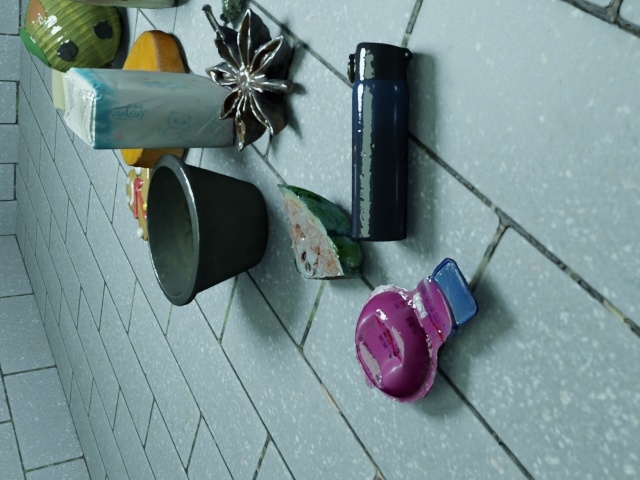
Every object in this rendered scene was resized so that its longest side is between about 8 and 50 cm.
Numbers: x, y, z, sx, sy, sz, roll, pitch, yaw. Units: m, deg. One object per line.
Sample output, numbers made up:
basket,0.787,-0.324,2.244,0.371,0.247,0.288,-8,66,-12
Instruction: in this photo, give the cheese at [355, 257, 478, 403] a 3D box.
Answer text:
cheese,0.111,0.112,0.819,0.244,0.062,0.155,-53,53,45

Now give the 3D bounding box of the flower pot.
flower pot,-0.198,-0.025,1.184,0.269,0.166,0.268,21,115,56

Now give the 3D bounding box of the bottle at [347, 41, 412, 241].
bottle,0.072,-0.122,0.830,0.082,0.072,0.244,3,99,15

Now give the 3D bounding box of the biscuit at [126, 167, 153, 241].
biscuit,-0.431,-0.091,1.640,0.340,0.047,0.215,35,122,49

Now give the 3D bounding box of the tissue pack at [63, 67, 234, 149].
tissue pack,-0.319,-0.246,1.234,0.201,0.271,0.124,40,126,47

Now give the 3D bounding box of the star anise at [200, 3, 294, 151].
star anise,-0.118,-0.279,1.094,0.230,0.081,0.262,-43,70,51

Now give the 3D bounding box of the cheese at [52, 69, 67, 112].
cheese,-0.707,-0.436,1.943,0.266,0.127,0.233,36,127,52

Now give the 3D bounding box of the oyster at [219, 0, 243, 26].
oyster,-0.156,-0.437,1.183,0.100,0.037,0.098,137,143,-74

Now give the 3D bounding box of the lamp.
lamp,-0.625,-0.529,1.717,0.284,0.250,0.250,54,152,-18

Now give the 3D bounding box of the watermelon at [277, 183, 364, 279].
watermelon,0.000,0.000,0.975,0.187,0.071,0.139,54,144,26

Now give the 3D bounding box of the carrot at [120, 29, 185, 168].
carrot,-0.379,-0.315,1.480,0.258,0.100,0.307,13,103,53

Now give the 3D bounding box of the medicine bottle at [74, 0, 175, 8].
medicine bottle,-0.416,-0.695,1.347,0.236,0.236,0.405,24,115,53
